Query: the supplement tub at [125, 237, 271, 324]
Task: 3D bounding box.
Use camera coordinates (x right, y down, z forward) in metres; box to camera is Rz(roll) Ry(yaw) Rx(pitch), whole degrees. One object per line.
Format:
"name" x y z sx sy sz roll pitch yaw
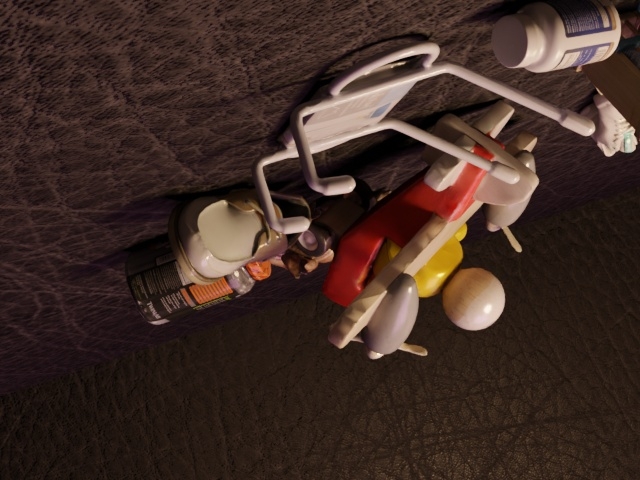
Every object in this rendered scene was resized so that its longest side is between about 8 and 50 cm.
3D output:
"supplement tub" -0.175 0.040 1.845 0.190 0.117 0.117 -20 173 10

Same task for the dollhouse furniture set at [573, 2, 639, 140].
"dollhouse furniture set" 0.377 -0.225 1.338 0.129 0.129 0.184 -16 143 -25

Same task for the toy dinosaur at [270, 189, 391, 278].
"toy dinosaur" 0.000 0.000 2.018 0.295 0.127 0.200 -11 178 -16

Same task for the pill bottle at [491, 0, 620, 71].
"pill bottle" 0.223 -0.197 1.221 0.120 0.067 0.067 -14 172 -34

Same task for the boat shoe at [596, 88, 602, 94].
"boat shoe" 0.383 -0.208 1.675 0.043 0.049 0.137 -20 178 31

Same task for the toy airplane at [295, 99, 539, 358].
"toy airplane" 0.167 -0.005 1.719 0.386 0.272 0.384 -38 -176 4

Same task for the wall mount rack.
"wall mount rack" 0.094 -0.106 1.341 0.304 0.131 0.350 -17 174 -16

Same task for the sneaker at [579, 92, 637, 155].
"sneaker" 0.444 -0.176 1.882 0.080 0.094 0.212 -17 173 -1

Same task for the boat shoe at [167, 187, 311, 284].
"boat shoe" -0.099 -0.021 1.637 0.103 0.113 0.302 -22 -177 18
